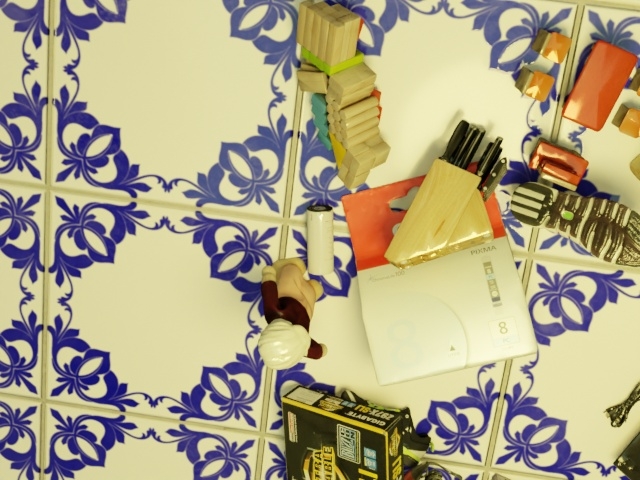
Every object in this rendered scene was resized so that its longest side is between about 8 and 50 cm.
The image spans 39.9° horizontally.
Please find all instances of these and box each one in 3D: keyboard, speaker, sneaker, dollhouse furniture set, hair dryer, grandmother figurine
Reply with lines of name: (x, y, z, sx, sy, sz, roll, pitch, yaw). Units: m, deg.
keyboard: (0.711, 0.356, 1.793, 0.201, 0.033, 0.317, 44, 109, 29)
speaker: (0.000, 0.000, 1.781, 0.055, 0.055, 0.136, 0, 108, 5)
sneaker: (0.508, -0.039, 1.653, 0.281, 0.162, 0.106, 28, 104, 26)
dollhouse furniture set: (0.485, -0.233, 1.616, 0.262, 0.135, 0.259, 22, 108, -2)
sneaker: (0.145, 0.384, 1.890, 0.235, 0.084, 0.097, 44, 82, -9)
hair dryer: (0.172, 0.531, 1.897, 0.293, 0.080, 0.223, 4, 117, 24)
grandmother figurine: (-0.057, 0.148, 1.682, 0.104, 0.342, 0.208, -43, 99, 16)

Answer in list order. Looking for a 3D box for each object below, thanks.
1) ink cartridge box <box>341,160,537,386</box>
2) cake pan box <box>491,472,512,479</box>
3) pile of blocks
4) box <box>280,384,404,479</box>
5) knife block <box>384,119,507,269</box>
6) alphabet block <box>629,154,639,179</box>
ink cartridge box: (0.221, 0.062, 1.703, 0.308, 0.091, 0.385, -14, 87, 10)
cake pan box: (0.438, 0.669, 1.944, 0.246, 0.070, 0.267, 26, 108, -5)
pile of blocks: (0.050, -0.284, 1.675, 0.112, 0.149, 0.362, -27, 120, -31)
box: (0.048, 0.486, 1.853, 0.257, 0.079, 0.322, 11, 115, 30)
knife block: (0.228, -0.097, 1.667, 0.276, 0.088, 0.242, -18, 75, 8)
alphabet block: (0.713, -0.112, 1.601, 0.192, 0.197, 0.193, -43, 99, 15)
